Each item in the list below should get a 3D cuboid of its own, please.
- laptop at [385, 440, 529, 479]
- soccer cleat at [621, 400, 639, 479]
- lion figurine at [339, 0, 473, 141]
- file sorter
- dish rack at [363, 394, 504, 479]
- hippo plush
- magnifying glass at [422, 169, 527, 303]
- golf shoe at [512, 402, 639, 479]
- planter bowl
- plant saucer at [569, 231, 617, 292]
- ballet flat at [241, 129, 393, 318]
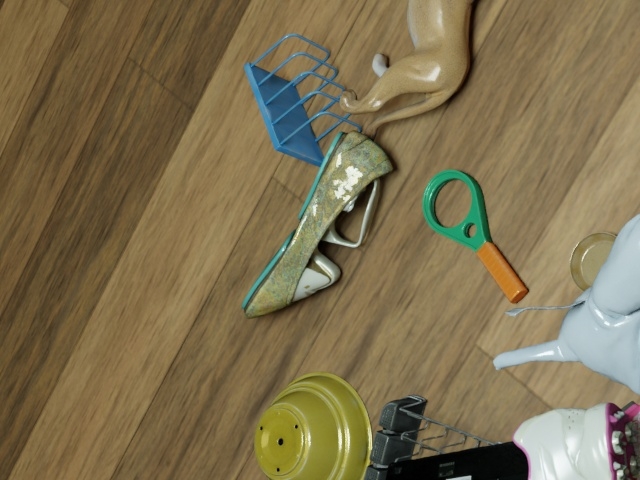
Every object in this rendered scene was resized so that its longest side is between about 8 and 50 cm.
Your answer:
[{"bbox_3d":[0.195,0.400,1.385,0.234,0.136,0.264,-16,37,26],"label":"laptop"},{"bbox_3d":[0.413,0.236,1.282,0.331,0.116,0.143,-54,51,19],"label":"soccer cleat"},{"bbox_3d":[0.166,-0.328,1.631,0.240,0.142,0.392,8,100,35],"label":"lion figurine"},{"bbox_3d":[-0.024,-0.223,1.769,0.104,0.118,0.170,-36,59,26],"label":"file sorter"},{"bbox_3d":[0.172,0.340,1.508,0.271,0.074,0.208,16,93,41],"label":"dish rack"},{"bbox_3d":[0.366,0.114,1.104,0.234,0.294,0.236,90,159,-56],"label":"hippo plush"},{"bbox_3d":[0.218,-0.007,1.572,0.092,0.026,0.231,-48,52,23],"label":"magnifying glass"},{"bbox_3d":[0.282,0.334,1.242,0.140,0.115,0.306,-4,80,28],"label":"golf shoe"},{"bbox_3d":[-0.034,0.303,1.682,0.217,0.090,0.217,-10,75,40],"label":"planter bowl"},{"bbox_3d":[0.360,0.031,1.441,0.083,0.015,0.083,-10,75,39],"label":"plant saucer"},{"bbox_3d":[0.000,0.000,1.713,0.123,0.123,0.348,44,112,38],"label":"ballet flat"}]
